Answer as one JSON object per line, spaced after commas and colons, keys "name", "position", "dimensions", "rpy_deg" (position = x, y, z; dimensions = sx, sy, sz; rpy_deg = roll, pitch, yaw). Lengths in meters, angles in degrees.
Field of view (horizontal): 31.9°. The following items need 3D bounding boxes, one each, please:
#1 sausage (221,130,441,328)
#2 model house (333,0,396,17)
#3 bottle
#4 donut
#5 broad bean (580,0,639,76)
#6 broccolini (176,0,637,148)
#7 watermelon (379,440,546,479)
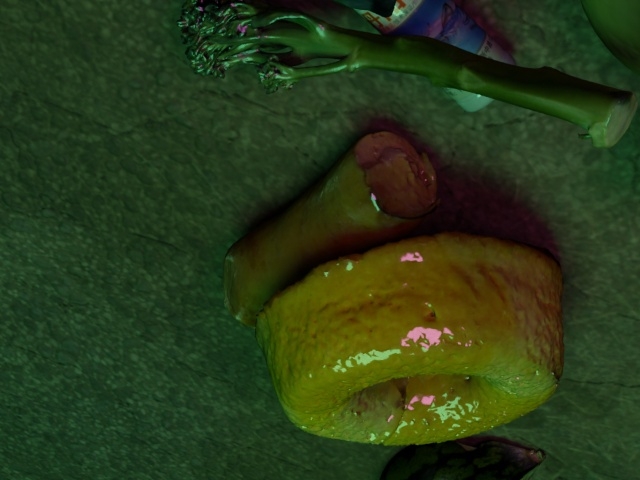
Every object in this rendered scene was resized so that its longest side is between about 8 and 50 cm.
{"name": "sausage", "position": [0.000, -0.002, 1.050], "dimensions": [0.109, 0.108, 0.270], "rpy_deg": [38, 134, -17]}
{"name": "model house", "position": [-0.037, -0.314, 0.693], "dimensions": [0.291, 0.184, 0.253], "rpy_deg": [25, 143, 3]}
{"name": "bottle", "position": [0.058, -0.187, 0.865], "dimensions": [0.217, 0.060, 0.060], "rpy_deg": [39, 136, -17]}
{"name": "donut", "position": [0.093, 0.106, 1.032], "dimensions": [0.303, 0.110, 0.303], "rpy_deg": [-7, 152, -4]}
{"name": "broad bean", "position": [0.285, -0.206, 0.708], "dimensions": [0.238, 0.119, 0.291], "rpy_deg": [16, 141, -7]}
{"name": "broccolini", "position": [0.040, -0.121, 0.830], "dimensions": [0.392, 0.079, 0.073], "rpy_deg": [23, 108, 38]}
{"name": "watermelon", "position": [0.125, 0.320, 1.358], "dimensions": [0.128, 0.159, 0.303], "rpy_deg": [53, 143, 23]}
